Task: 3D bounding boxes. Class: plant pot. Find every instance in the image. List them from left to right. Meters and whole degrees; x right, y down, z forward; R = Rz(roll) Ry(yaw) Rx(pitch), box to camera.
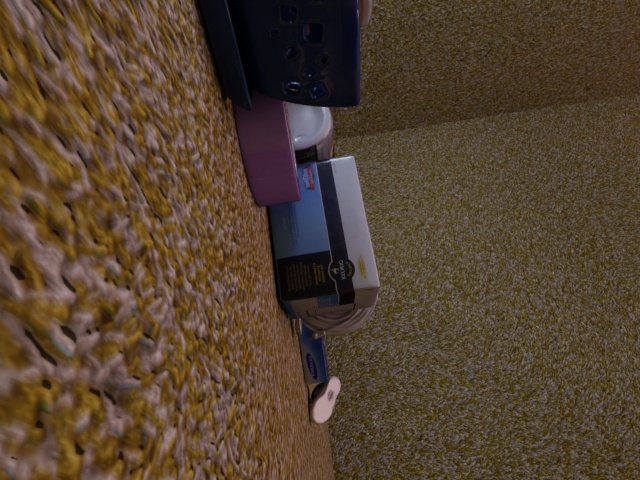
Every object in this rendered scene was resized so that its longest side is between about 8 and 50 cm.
[{"bbox_3d":[-0.061,-0.350,0.672,0.235,0.212,0.235,80,0,-48],"label":"plant pot"}]

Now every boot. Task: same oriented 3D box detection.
[{"bbox_3d":[-0.002,0.520,1.405,0.069,0.086,0.190,50,34,-3],"label":"boot"}]

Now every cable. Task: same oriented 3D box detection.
[{"bbox_3d":[0.035,0.141,1.252,0.089,0.258,0.256,104,-24,-75],"label":"cable"}]

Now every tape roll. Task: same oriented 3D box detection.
[{"bbox_3d":[-0.103,-0.209,0.887,0.275,0.090,0.274,172,-90,-89],"label":"tape roll"}]

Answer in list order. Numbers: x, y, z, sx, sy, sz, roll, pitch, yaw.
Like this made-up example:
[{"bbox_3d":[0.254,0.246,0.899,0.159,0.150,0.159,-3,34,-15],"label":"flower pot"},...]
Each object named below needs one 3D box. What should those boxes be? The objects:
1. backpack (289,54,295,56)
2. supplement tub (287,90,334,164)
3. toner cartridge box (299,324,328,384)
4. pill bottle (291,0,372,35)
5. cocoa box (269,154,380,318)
[{"bbox_3d":[-0.115,-0.746,1.620,0.355,0.291,0.273,-76,149,-74],"label":"backpack"},{"bbox_3d":[-0.057,-0.242,1.221,0.316,0.194,0.193,83,-2,-69],"label":"supplement tub"},{"bbox_3d":[-0.035,0.285,1.458,0.165,0.075,0.347,77,3,-79],"label":"toner cartridge box"},{"bbox_3d":[-0.050,-0.467,0.832,0.152,0.272,0.152,170,-90,-90],"label":"pill bottle"},{"bbox_3d":[0.000,0.000,1.115,0.231,0.228,0.346,83,-2,-70],"label":"cocoa box"}]
